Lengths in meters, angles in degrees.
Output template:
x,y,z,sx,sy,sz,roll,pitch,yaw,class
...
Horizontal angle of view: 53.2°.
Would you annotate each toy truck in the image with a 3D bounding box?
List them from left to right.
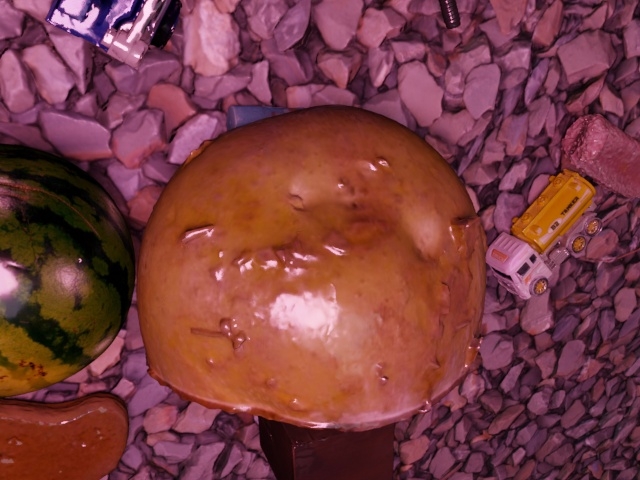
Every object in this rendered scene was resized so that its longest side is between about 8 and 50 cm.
x,y,z,sx,sy,sz,roll,pitch,yaw,class
-0.201,-0.303,0.690,0.161,0.177,0.213,24,102,-30,toy truck
0.395,-0.013,1.138,0.227,0.098,0.114,-48,119,-1,toy truck

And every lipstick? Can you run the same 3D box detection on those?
x,y,z,sx,sy,sz,roll,pitch,yaw,class
-0.049,-0.164,0.896,0.157,0.048,0.048,-3,114,-23,lipstick

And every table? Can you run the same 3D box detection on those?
x,y,z,sx,sy,sz,roll,pitch,yaw,class
0.002,0.321,1.050,0.169,0.193,0.173,-10,116,-21,table

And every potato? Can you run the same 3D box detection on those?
x,y,z,sx,sy,sz,roll,pitch,yaw,class
0.000,0.000,0.792,0.442,0.385,0.320,-14,115,-34,potato

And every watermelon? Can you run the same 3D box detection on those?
x,y,z,sx,sy,sz,roll,pitch,yaw,class
-0.349,0.034,0.706,0.285,0.285,0.285,-10,116,-20,watermelon

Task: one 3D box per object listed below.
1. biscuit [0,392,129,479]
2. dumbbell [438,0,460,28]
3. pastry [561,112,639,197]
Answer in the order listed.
x,y,z,sx,sy,sz,roll,pitch,yaw,class
-0.489,0.305,0.896,0.394,0.076,0.368,23,101,-34,biscuit
0.129,-0.424,0.805,0.143,0.143,0.326,-30,121,-9,dumbbell
0.504,-0.148,1.123,0.265,0.112,0.103,20,99,-42,pastry
